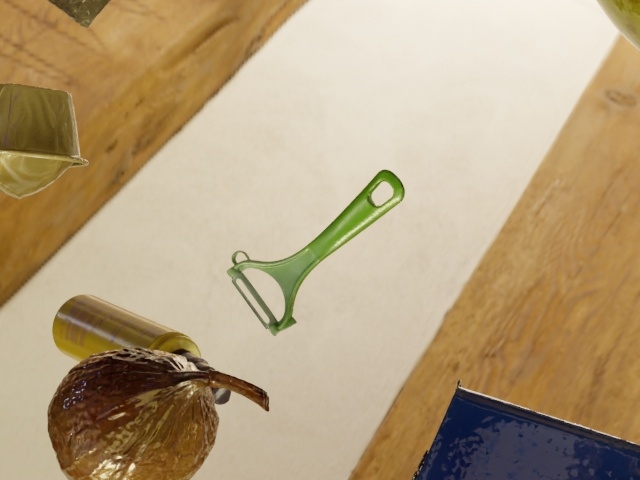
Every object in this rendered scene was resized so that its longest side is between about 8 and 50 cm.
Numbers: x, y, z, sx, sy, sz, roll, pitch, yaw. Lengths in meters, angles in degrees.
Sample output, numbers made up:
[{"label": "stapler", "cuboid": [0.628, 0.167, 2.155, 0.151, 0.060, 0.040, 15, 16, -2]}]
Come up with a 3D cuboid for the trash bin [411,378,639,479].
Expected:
[{"label": "trash bin", "cuboid": [0.207, 0.245, 1.083, 0.235, 0.162, 0.184, 21, -107, 18]}]

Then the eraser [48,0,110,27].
[{"label": "eraser", "cuboid": [-0.341, -0.360, 1.218, 0.343, 0.078, 0.144, 48, -172, 31]}]

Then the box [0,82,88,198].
[{"label": "box", "cuboid": [-0.288, -0.091, 1.119, 0.111, 0.177, 0.111, -1, -87, -30]}]

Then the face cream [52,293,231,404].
[{"label": "face cream", "cuboid": [-0.192, 0.126, 1.300, 0.078, 0.078, 0.273, -30, -149, -36]}]

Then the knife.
[{"label": "knife", "cuboid": [0.001, 0.000, 0.958, 0.078, 0.166, 0.022, 51, -165, 7]}]

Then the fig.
[{"label": "fig", "cuboid": [-0.134, 0.136, 0.979, 0.146, 0.201, 0.133, -22, -100, -42]}]

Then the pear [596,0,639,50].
[{"label": "pear", "cuboid": [0.271, -0.220, 0.675, 0.284, 0.283, 0.283, 10, -131, -11]}]
